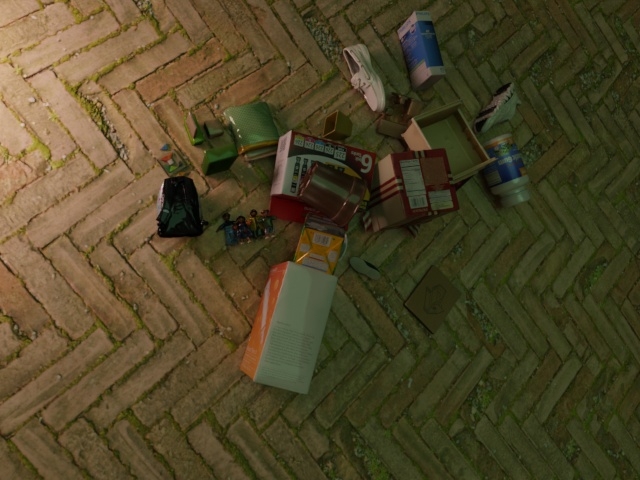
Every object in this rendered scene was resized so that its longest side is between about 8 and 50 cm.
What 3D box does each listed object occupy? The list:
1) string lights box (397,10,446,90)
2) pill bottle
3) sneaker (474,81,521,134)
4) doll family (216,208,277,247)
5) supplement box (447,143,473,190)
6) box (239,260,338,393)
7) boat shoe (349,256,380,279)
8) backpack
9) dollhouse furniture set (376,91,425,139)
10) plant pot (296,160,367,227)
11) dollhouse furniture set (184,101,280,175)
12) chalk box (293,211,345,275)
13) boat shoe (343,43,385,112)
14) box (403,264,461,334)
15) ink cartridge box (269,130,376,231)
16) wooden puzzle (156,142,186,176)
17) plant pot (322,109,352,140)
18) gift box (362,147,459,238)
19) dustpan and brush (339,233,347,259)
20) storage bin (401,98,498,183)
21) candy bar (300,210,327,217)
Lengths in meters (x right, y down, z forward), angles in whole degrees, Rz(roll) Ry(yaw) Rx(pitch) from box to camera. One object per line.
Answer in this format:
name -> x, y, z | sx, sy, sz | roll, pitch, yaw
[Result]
string lights box -> 0.392, -0.737, 1.776 | 0.076, 0.133, 0.260 | -11, 86, -21
pill bottle -> 0.738, -0.275, 1.822 | 0.152, 0.152, 0.272 | -21, 88, -22
sneaker -> 0.748, -0.532, 1.899 | 0.118, 0.110, 0.292 | 48, 69, -17
doll family -> -0.236, -0.047, 1.460 | 0.192, 0.076, 0.112 | -14, 91, -19
supplement box -> 0.491, -0.251, 1.766 | 0.239, 0.073, 0.130 | -39, 95, -21
box -> -0.099, 0.257, 1.380 | 0.168, 0.215, 0.346 | 20, 76, -17
boat shoe -> 0.157, 0.091, 1.604 | 0.125, 0.038, 0.046 | 29, 114, -8
backpack -> -0.431, -0.101, 1.372 | 0.151, 0.115, 0.182 | -2, 81, -33
dollhouse furniture set -> 0.290, -0.486, 1.755 | 0.143, 0.123, 0.151 | 11, 112, -19
plant pot -> 0.028, -0.147, 1.365 | 0.165, 0.167, 0.167 | 27, 73, -14
dollhouse furniture set -> -0.258, -0.354, 1.458 | 0.301, 0.151, 0.198 | -21, 89, -23
chalk box -> 0.000, 0.000, 1.447 | 0.132, 0.213, 0.132 | 16, 108, -1
boat shoe -> 0.155, -0.595, 1.688 | 0.096, 0.098, 0.277 | -16, 78, -22
box -> 0.419, 0.218, 1.690 | 0.164, 0.021, 0.201 | 45, 69, -9
ink cartridge box -> 0.005, -0.183, 1.504 | 0.309, 0.130, 0.272 | 9, 88, -22
wooden puzzle -> -0.469, -0.245, 1.435 | 0.078, 0.014, 0.116 | -44, 97, -21
plant pot -> 0.068, -0.404, 1.632 | 0.083, 0.081, 0.082 | 16, 76, -30
gift box -> 0.291, -0.147, 1.573 | 0.254, 0.258, 0.277 | -5, 84, -20
dustpan and brush -> 0.022, 0.056, 1.545 | 0.147, 0.060, 0.211 | 10, 78, -19
storage bin -> 0.479, -0.351, 1.680 | 0.260, 0.123, 0.263 | -25, 80, -20
candy bar -> -0.024, -0.097, 1.577 | 0.161, 0.018, 0.040 | 5, 80, -19
